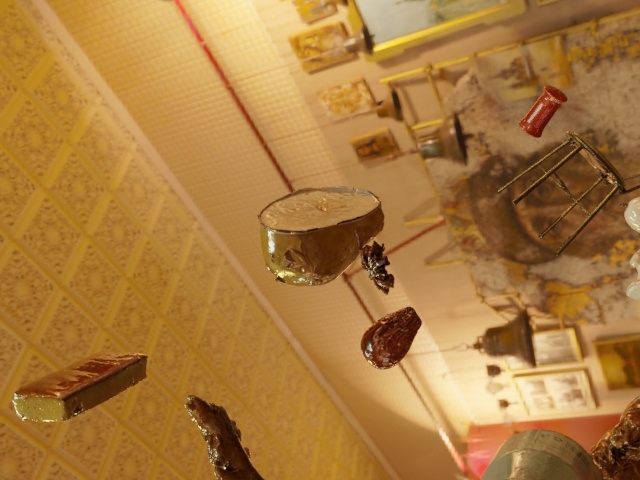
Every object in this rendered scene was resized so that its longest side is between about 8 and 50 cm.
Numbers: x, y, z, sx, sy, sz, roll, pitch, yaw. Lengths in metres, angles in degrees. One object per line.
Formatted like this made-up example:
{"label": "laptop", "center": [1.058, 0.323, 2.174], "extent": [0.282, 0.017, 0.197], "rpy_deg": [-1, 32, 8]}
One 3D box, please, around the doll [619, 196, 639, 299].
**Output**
{"label": "doll", "center": [0.805, 0.015, 1.692], "extent": [0.144, 0.208, 0.271], "rpy_deg": [81, -168, -66]}

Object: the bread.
{"label": "bread", "center": [-0.547, 0.334, 1.699], "extent": [0.361, 0.138, 0.077], "rpy_deg": [-21, -69, -73]}

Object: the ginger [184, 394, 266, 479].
{"label": "ginger", "center": [-0.251, 0.548, 1.925], "extent": [0.166, 0.080, 0.333], "rpy_deg": [-8, -118, -56]}

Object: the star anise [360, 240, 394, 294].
{"label": "star anise", "center": [0.157, 0.077, 2.034], "extent": [0.168, 0.057, 0.167], "rpy_deg": [51, 150, 45]}

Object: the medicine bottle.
{"label": "medicine bottle", "center": [0.447, 0.557, 1.541], "extent": [0.290, 0.245, 0.244], "rpy_deg": [-12, -89, -60]}

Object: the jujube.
{"label": "jujube", "center": [0.245, 0.327, 2.476], "extent": [0.168, 0.236, 0.168], "rpy_deg": [48, -179, -1]}

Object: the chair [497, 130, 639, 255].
{"label": "chair", "center": [0.497, -0.133, 1.303], "extent": [0.170, 0.326, 0.160], "rpy_deg": [46, -168, -8]}

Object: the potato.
{"label": "potato", "center": [0.000, 0.000, 1.742], "extent": [0.246, 0.300, 0.196], "rpy_deg": [40, 142, 52]}

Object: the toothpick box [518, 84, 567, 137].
{"label": "toothpick box", "center": [0.379, -0.220, 1.240], "extent": [0.047, 0.083, 0.047], "rpy_deg": [19, -142, -16]}

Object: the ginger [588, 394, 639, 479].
{"label": "ginger", "center": [0.851, 0.578, 2.013], "extent": [0.274, 0.152, 0.357], "rpy_deg": [-7, -51, -52]}
